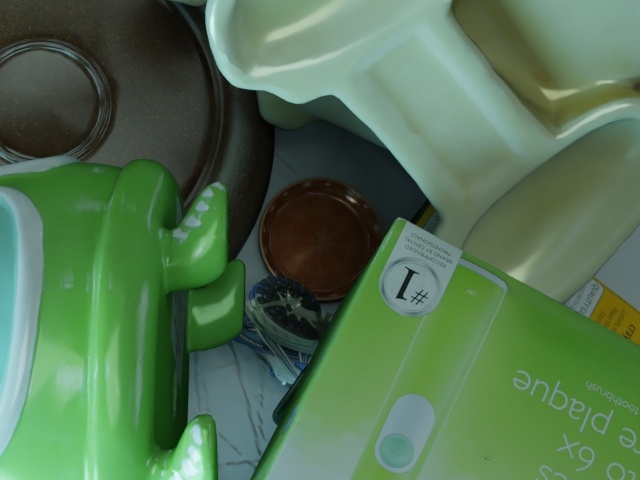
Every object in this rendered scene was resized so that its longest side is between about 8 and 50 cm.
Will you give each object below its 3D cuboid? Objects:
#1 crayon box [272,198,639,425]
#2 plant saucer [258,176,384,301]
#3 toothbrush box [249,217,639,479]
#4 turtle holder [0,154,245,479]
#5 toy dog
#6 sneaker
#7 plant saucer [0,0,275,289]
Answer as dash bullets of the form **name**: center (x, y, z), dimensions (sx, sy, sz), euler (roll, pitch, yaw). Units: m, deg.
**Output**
- **crayon box**: center (0.154, 0.126, 1.140), dimensions (0.323, 0.083, 0.203), euler (37, 42, 1)
- **plant saucer**: center (0.000, 0.000, 1.224), dimensions (0.083, 0.013, 0.083), euler (3, 75, -10)
- **toothbrush box**: center (0.058, 0.166, 0.945), dimensions (0.206, 0.122, 0.283), euler (29, 65, -1)
- **turtle holder**: center (-0.162, 0.113, 1.033), dimensions (0.227, 0.243, 0.320), euler (1, 94, 1)
- **toy dog**: center (0.077, -0.222, 1.121), dimensions (0.284, 0.408, 0.395), euler (36, 105, -29)
- **sneaker**: center (-0.001, 0.071, 1.189), dimensions (0.135, 0.058, 0.052), euler (35, 45, -21)
- **plant saucer**: center (-0.179, -0.082, 1.194), dimensions (0.310, 0.050, 0.311), euler (3, 75, -9)
